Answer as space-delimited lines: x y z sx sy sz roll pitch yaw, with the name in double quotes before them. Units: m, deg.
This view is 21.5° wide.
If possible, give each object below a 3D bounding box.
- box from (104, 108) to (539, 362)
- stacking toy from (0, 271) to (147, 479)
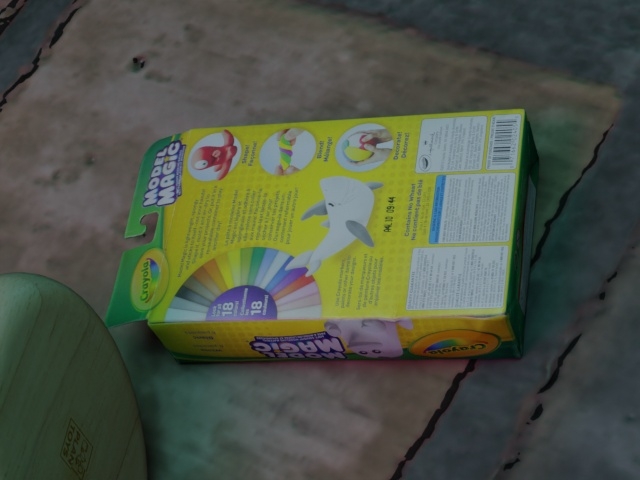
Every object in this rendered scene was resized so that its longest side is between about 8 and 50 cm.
"box" 0.000 0.000 0.726 0.179 0.043 0.105 -1 58 17
"stacking toy" -0.245 0.108 0.696 0.330 0.141 0.141 -11 54 20
